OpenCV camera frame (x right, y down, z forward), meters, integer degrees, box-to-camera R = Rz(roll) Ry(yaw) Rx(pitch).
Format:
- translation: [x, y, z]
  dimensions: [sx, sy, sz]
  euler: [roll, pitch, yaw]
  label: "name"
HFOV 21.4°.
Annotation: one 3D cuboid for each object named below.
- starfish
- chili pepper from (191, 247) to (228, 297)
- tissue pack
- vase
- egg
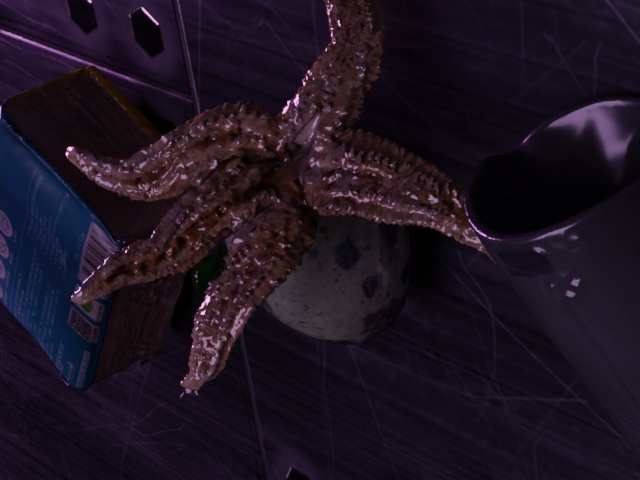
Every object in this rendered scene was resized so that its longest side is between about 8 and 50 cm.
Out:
- translation: [-0.038, -0.018, 1.203]
  dimensions: [0.301, 0.293, 0.084]
  euler: [61, -173, 19]
  label: "starfish"
- translation: [-0.073, 0.003, 1.499]
  dimensions: [0.073, 0.050, 0.182]
  euler: [51, 145, 24]
  label: "chili pepper"
- translation: [-0.217, -0.008, 1.602]
  dimensions: [0.192, 0.134, 0.271]
  euler: [48, 146, 17]
  label: "tissue pack"
- translation: [0.231, 0.067, 1.062]
  dimensions: [0.301, 0.156, 0.251]
  euler: [60, 169, -13]
  label: "vase"
- translation: [0.000, 0.000, 1.316]
  dimensions: [0.141, 0.141, 0.182]
  euler: [-5, 117, 54]
  label: "egg"
